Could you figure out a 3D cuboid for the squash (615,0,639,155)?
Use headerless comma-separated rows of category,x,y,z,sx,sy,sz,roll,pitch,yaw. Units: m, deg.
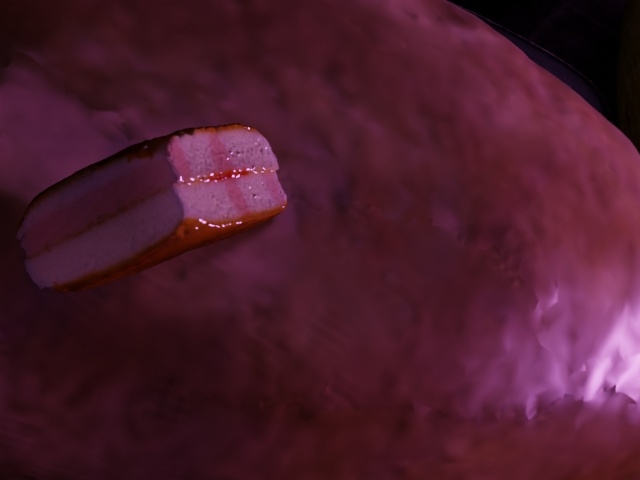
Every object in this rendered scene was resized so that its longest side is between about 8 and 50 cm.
squash,0.314,-0.119,0.807,0.310,0.310,0.309,38,62,12

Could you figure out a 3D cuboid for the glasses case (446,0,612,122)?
glasses case,0.073,-0.125,0.826,0.282,0.067,0.109,26,54,5

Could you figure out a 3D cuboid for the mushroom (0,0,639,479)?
mushroom,-0.003,0.032,0.556,0.397,0.224,0.314,32,45,5

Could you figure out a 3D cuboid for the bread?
bread,-0.060,-0.015,0.433,0.109,0.062,0.043,-21,86,-16
